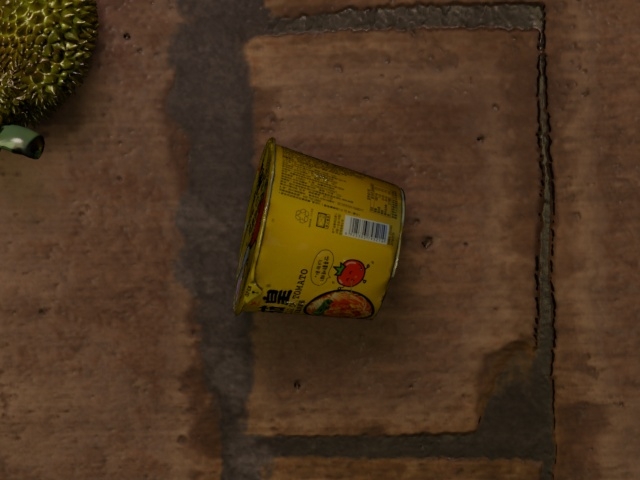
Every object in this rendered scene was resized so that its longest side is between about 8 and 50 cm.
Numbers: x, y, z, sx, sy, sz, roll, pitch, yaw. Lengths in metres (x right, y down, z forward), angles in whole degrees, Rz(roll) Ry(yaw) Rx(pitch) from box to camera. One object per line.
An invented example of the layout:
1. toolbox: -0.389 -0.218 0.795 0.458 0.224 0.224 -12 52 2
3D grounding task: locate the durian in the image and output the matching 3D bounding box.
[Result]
1. durian: -0.303 -0.187 1.324 0.146 0.159 0.198 31 95 -15

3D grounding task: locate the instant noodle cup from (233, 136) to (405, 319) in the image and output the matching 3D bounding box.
1. instant noodle cup: 0.000 0.000 1.346 0.144 0.182 0.182 12 100 -8
